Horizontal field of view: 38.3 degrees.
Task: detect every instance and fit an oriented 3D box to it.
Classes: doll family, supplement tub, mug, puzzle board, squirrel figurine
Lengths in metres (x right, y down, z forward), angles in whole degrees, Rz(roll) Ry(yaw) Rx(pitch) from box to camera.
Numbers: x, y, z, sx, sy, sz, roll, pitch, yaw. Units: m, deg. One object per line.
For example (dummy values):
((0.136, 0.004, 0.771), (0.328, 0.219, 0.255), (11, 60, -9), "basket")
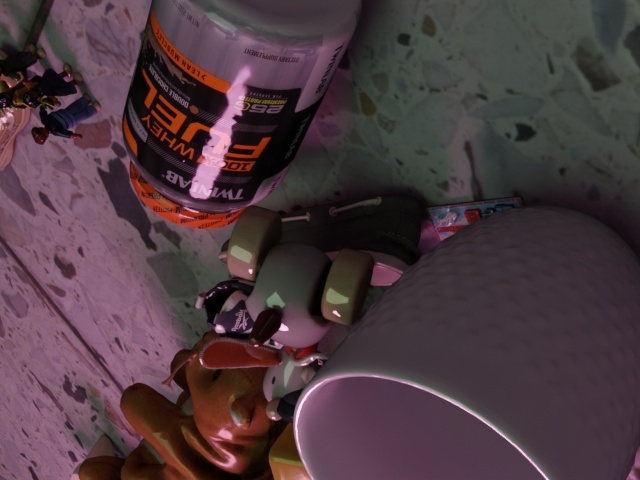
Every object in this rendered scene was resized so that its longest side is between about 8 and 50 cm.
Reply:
((-0.420, -0.214, 1.368), (0.193, 0.111, 0.076), (29, 135, 24), "doll family")
((-0.103, -0.175, 1.024), (0.207, 0.207, 0.338), (42, 140, 11), "supplement tub")
((0.175, 0.159, 0.908), (0.276, 0.328, 0.374), (23, 137, 23), "mug")
((0.185, 0.001, 1.036), (0.128, 0.011, 0.096), (-5, 115, 46), "puzzle board")
((-0.117, 0.325, 1.386), (0.397, 0.281, 0.370), (51, 127, 16), "squirrel figurine")

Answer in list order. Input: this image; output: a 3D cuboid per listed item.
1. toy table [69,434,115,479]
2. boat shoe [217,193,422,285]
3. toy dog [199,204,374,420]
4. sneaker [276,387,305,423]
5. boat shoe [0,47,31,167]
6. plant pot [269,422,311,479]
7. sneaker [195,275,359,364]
((-0.449, 0.540, 1.888), (0.160, 0.252, 0.274), (33, 131, -3), "toy table")
((0.000, 0.000, 1.165), (0.112, 0.096, 0.335), (33, 158, -37), "boat shoe")
((-0.038, 0.124, 1.061), (0.220, 0.161, 0.334), (7, 135, 29), "toy dog")
((0.044, 0.145, 0.988), (0.083, 0.223, 0.098), (18, 100, 41), "sneaker")
((-0.552, -0.198, 1.522), (0.104, 0.089, 0.285), (44, 139, 10), "boat shoe")
((0.081, 0.309, 1.228), (0.187, 0.212, 0.212), (4, 122, 29), "plant pot")
((-0.066, 0.111, 1.230), (0.235, 0.153, 0.094), (29, 108, 29), "sneaker")
